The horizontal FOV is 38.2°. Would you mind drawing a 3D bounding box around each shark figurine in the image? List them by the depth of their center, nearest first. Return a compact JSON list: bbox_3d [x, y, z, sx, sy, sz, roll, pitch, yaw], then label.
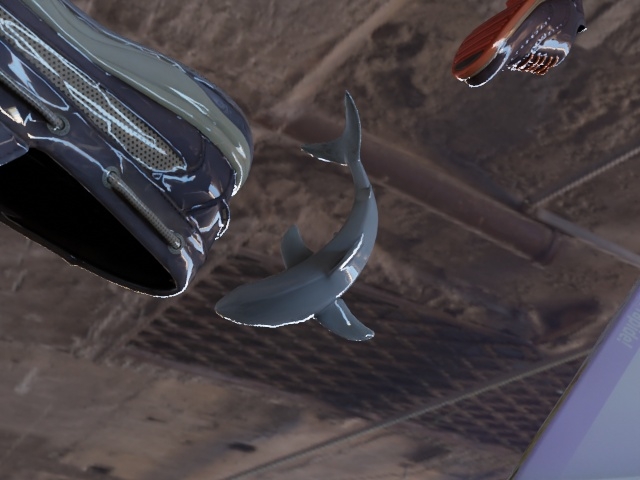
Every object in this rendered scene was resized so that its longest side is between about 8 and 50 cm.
[{"bbox_3d":[0.025,-0.011,0.985,0.278,0.166,0.116,-64,-177,-26],"label":"shark figurine"}]

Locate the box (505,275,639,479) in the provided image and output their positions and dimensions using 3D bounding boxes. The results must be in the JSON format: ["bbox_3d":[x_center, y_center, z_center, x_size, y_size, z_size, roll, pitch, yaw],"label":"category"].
[{"bbox_3d":[0.092,0.098,0.317,0.324,0.063,0.067,-45,161,-33],"label":"box"}]

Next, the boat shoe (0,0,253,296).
[{"bbox_3d":[-0.190,-0.073,0.479,0.132,0.355,0.130,-30,-135,47],"label":"boat shoe"}]

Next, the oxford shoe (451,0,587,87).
[{"bbox_3d":[0.249,-0.238,1.094,0.097,0.098,0.271,-21,-163,50],"label":"oxford shoe"}]
